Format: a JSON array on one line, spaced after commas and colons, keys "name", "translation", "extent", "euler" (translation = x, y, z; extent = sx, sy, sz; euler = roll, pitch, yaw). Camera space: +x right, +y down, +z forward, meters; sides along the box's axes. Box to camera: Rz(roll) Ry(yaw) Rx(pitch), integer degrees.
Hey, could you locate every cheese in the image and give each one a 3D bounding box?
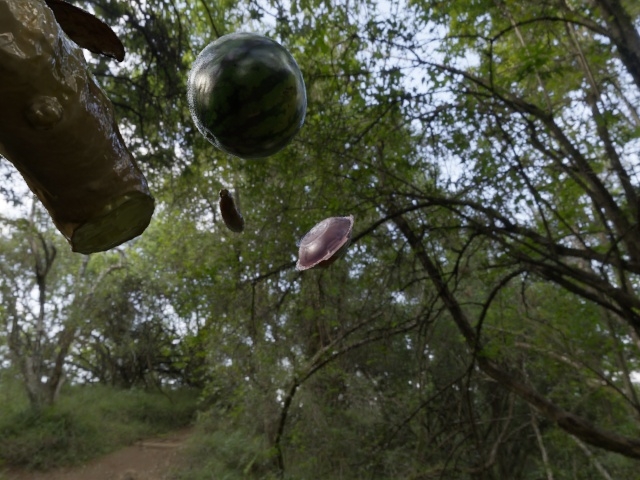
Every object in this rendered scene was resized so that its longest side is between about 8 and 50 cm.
[{"name": "cheese", "translation": [0.000, 0.000, 1.114], "extent": [0.189, 0.074, 0.286], "euler": [-44, 16, -8]}]

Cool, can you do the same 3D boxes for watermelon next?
[{"name": "watermelon", "translation": [-0.169, -0.337, 1.039], "extent": [0.286, 0.284, 0.285], "euler": [-6, -21, -2]}]

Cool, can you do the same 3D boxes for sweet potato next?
[{"name": "sweet potato", "translation": [-0.237, -0.066, 1.181], "extent": [0.058, 0.057, 0.264], "euler": [-5, -17, -4]}]

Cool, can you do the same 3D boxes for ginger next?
[{"name": "ginger", "translation": [-0.277, -0.105, 0.479], "extent": [0.126, 0.190, 0.353], "euler": [-30, -37, -23]}]

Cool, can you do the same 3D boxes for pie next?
[{"name": "pie", "translation": [-0.404, -0.346, 0.714], "extent": [0.191, 0.033, 0.088], "euler": [12, -26, -40]}]
